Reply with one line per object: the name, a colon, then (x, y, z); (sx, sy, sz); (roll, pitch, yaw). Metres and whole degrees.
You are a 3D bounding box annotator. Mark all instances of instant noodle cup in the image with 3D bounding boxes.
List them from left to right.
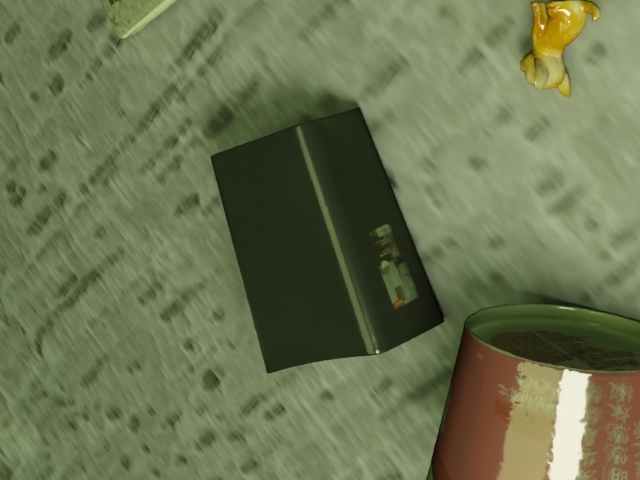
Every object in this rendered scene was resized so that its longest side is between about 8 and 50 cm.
instant noodle cup: (0.202, 0.163, 1.151); (0.235, 0.235, 0.178); (15, 107, 36)

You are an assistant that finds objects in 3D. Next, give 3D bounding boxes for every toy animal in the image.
toy animal: (0.199, -0.158, 1.122); (0.081, 0.060, 0.083); (10, 105, 40)

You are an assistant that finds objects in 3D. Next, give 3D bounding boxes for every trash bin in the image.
trash bin: (0.000, 0.000, 1.329); (0.165, 0.115, 0.225); (-15, 93, 45)

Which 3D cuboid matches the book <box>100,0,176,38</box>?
book: (-0.224, -0.416, 1.358); (0.264, 0.031, 0.379); (-23, 96, 52)
